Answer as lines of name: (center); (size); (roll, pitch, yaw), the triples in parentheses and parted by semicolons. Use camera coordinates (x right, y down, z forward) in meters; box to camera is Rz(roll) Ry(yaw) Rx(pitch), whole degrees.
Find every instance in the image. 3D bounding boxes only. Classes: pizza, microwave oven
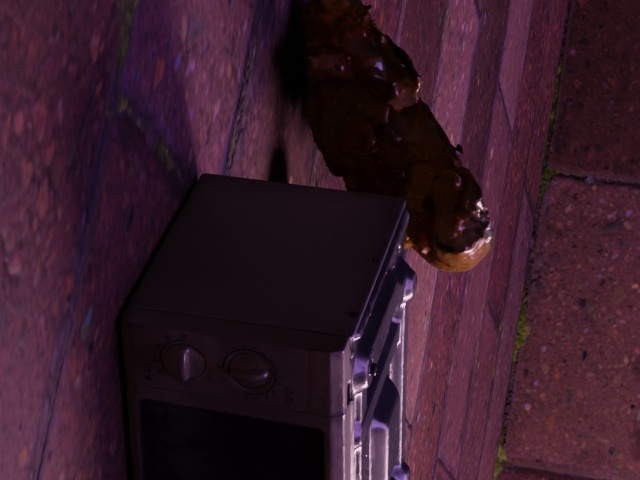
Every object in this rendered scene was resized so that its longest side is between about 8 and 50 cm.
pizza: (0.037, -0.079, 1.411); (0.228, 0.081, 0.289); (64, -3, -23)
microwave oven: (-0.023, 0.104, 1.186); (0.194, 0.145, 0.240); (-61, 156, -53)
